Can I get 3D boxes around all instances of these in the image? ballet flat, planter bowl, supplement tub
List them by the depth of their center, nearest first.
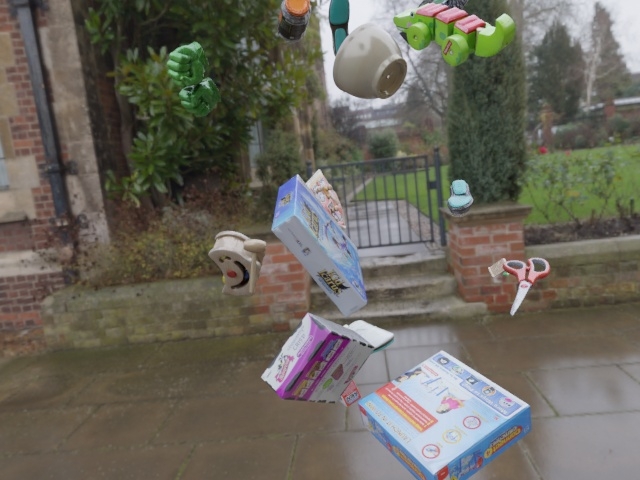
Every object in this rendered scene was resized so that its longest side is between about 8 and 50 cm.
[{"bbox_3d":[0.122,-0.382,1.106,0.162,0.162,0.109,-15,48,-45],"label":"planter bowl"},{"bbox_3d":[0.404,-0.109,1.435,0.074,0.074,0.203,-4,27,18],"label":"ballet flat"},{"bbox_3d":[0.060,-0.709,1.648,0.072,0.213,0.068,-6,23,-5],"label":"ballet flat"},{"bbox_3d":[0.126,0.362,1.808,0.139,0.139,0.400,-10,-17,-23],"label":"ballet flat"},{"bbox_3d":[-0.101,-0.862,1.920,0.117,0.117,0.190,-8,-5,-13],"label":"supplement tub"}]

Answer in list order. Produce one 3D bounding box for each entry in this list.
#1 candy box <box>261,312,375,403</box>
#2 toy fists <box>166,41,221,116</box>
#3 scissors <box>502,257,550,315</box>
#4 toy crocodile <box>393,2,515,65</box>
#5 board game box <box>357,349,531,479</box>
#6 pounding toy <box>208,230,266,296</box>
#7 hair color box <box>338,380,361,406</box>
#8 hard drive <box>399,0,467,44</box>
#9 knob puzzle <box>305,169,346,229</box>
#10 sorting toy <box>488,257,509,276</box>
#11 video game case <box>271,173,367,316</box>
[{"bbox_3d":[0.003,0.250,1.031,0.071,0.159,0.233,36,0,34],"label":"candy box"},{"bbox_3d":[-0.470,-0.586,1.852,0.142,0.279,0.096,-38,56,-18],"label":"toy fists"},{"bbox_3d":[0.483,0.100,1.149,0.109,0.021,0.297,-1,19,18],"label":"scissors"},{"bbox_3d":[0.304,-0.504,1.182,0.115,0.105,0.340,-29,45,-17],"label":"toy crocodile"},{"bbox_3d":[0.305,0.444,1.263,0.302,0.086,0.308,-24,25,-21],"label":"board game box"},{"bbox_3d":[-0.251,0.082,1.439,0.154,0.269,0.155,16,47,-4],"label":"pounding toy"},{"bbox_3d":[0.039,0.356,1.349,0.053,0.167,0.093,-27,8,-19],"label":"hair color box"},{"bbox_3d":[0.422,-0.808,1.622,0.339,0.064,0.237,-56,21,-19],"label":"hard drive"},{"bbox_3d":[0.032,-0.121,1.553,0.030,0.213,0.213,-28,-1,23],"label":"knob puzzle"},{"bbox_3d":[0.579,0.097,1.603,0.062,0.012,0.083,-35,24,19],"label":"sorting toy"},{"bbox_3d":[0.000,0.000,1.085,0.061,0.244,0.269,-36,20,13],"label":"video game case"}]
